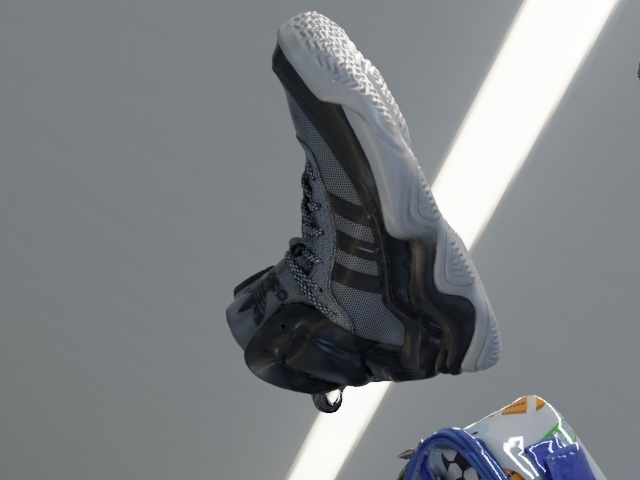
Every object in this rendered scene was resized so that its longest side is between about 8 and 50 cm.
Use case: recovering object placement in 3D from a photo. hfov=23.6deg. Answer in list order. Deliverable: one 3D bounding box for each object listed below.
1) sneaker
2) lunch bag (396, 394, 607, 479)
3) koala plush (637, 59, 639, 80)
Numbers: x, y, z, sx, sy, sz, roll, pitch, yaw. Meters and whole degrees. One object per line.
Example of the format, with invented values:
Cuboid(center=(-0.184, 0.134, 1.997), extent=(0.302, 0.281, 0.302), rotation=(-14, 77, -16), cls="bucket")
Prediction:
Cuboid(center=(0.000, 0.000, 0.929), extent=(0.269, 0.153, 0.101), rotation=(60, 8, -31), cls="sneaker")
Cuboid(center=(0.150, 0.263, 1.034), extent=(0.303, 0.115, 0.243), rotation=(55, -34, 28), cls="lunch bag")
Cuboid(center=(0.483, -0.213, 1.680), extent=(0.203, 0.196, 0.221), rotation=(26, 10, 18), cls="koala plush")
